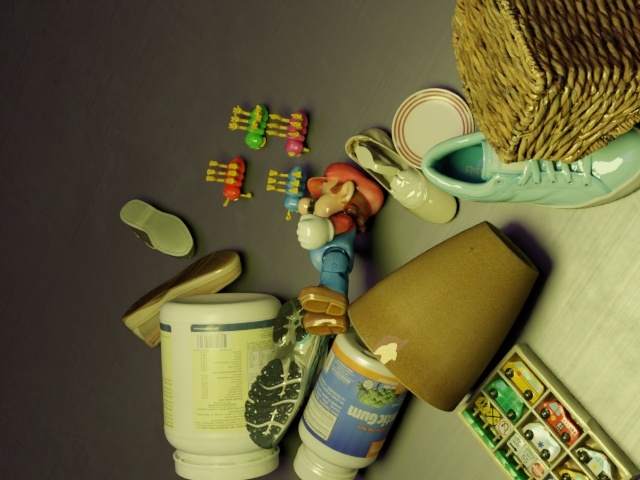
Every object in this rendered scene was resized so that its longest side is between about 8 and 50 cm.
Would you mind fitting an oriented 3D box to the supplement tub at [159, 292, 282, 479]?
[{"bbox_3d":[-0.183,0.271,1.881,0.235,0.235,0.325,1,94,42],"label":"supplement tub"}]

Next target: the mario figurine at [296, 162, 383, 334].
[{"bbox_3d":[0.000,0.000,1.735,0.198,0.170,0.320,-38,34,47],"label":"mario figurine"}]

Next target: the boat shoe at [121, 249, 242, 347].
[{"bbox_3d":[-0.271,0.125,2.072,0.341,0.121,0.110,-29,105,37],"label":"boat shoe"}]

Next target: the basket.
[{"bbox_3d":[0.336,-0.260,1.414,0.213,0.223,0.299,102,158,-54],"label":"basket"}]

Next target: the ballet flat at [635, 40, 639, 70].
[{"bbox_3d":[0.526,-0.116,1.331,0.147,0.147,0.409,-30,64,37],"label":"ballet flat"}]

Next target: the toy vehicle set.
[{"bbox_3d":[0.347,0.313,1.544,0.267,0.035,0.166,51,120,31],"label":"toy vehicle set"}]

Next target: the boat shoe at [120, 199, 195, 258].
[{"bbox_3d":[-0.344,-0.017,2.162,0.227,0.069,0.081,32,74,36],"label":"boat shoe"}]

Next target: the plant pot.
[{"bbox_3d":[0.216,0.100,1.569,0.254,0.237,0.237,-46,59,13],"label":"plant pot"}]

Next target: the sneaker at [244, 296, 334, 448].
[{"bbox_3d":[-0.038,0.250,1.787,0.110,0.122,0.283,2,61,38],"label":"sneaker"}]

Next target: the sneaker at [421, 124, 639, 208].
[{"bbox_3d":[0.318,-0.112,1.508,0.366,0.150,0.135,-7,85,38],"label":"sneaker"}]

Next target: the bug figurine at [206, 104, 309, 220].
[{"bbox_3d":[-0.103,-0.158,1.945,0.279,0.072,0.216,13,91,46],"label":"bug figurine"}]

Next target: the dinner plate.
[{"bbox_3d":[0.192,-0.189,1.692,0.141,0.017,0.141,-1,87,18],"label":"dinner plate"}]

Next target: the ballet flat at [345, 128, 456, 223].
[{"bbox_3d":[0.132,-0.112,1.726,0.248,0.086,0.086,44,116,34],"label":"ballet flat"}]

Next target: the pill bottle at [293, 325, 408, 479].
[{"bbox_3d":[0.053,0.300,1.732,0.152,0.152,0.272,35,111,37],"label":"pill bottle"}]
